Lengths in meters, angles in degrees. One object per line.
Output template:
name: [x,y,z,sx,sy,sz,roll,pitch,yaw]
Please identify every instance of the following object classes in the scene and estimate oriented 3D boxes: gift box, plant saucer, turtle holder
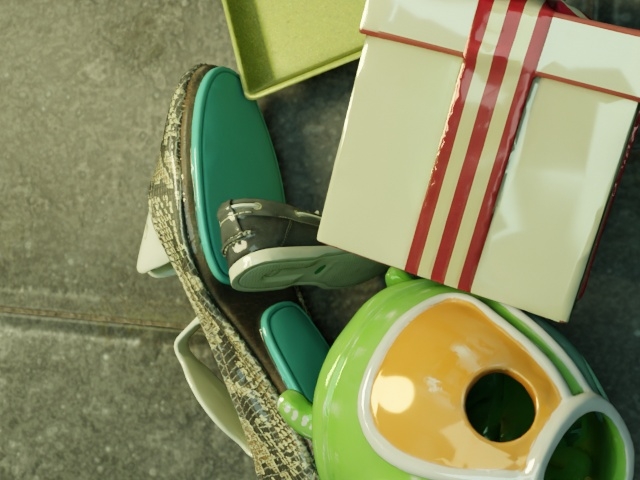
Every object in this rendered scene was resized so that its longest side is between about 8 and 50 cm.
gift box: [0.179,-0.099,0.752,0.276,0.255,0.258,16,105,13]
plant saucer: [-0.006,-0.254,0.889,0.188,0.045,0.188,-19,76,18]
turtle holder: [0.138,0.190,0.739,0.227,0.243,0.320,14,125,49]

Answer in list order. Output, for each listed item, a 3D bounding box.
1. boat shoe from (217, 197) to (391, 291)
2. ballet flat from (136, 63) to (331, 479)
boat shoe: [0.000,0.000,0.822,0.084,0.233,0.079,-41,61,33]
ballet flat: [-0.093,0.067,0.895,0.182,0.164,0.482,-23,87,33]
